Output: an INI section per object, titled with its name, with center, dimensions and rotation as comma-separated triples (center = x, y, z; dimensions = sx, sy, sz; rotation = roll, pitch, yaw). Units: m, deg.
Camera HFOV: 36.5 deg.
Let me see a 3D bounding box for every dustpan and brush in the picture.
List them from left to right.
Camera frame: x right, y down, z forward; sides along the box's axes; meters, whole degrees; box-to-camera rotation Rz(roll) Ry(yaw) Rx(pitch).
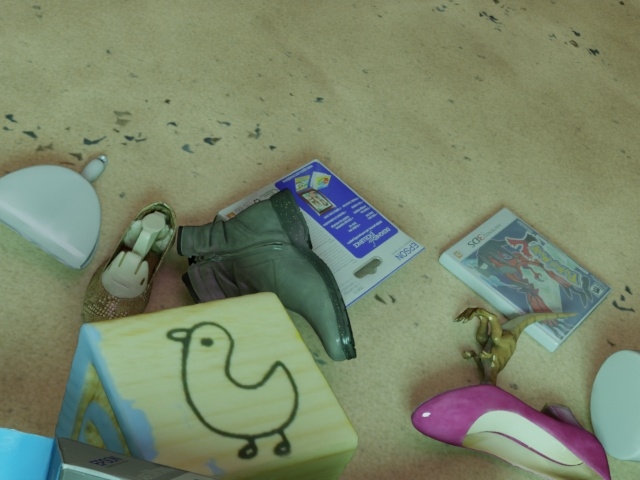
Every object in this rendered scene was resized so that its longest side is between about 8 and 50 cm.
[dustpan and brush]
center = -0.309, -0.055, 1.182
dimensions = 0.147, 0.060, 0.211
rotation = 34, 47, -5

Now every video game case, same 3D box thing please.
[video game case]
center = 0.294, 0.049, 1.378
dimensions = 0.201, 0.023, 0.183
rotation = 40, 43, 17

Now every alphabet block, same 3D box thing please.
[alphabet block]
center = -0.114, 0.186, 0.905
dimensions = 0.197, 0.193, 0.192
rotation = -9, 52, -33

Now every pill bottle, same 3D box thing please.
[pill bottle]
center = 0.487, 0.213, 1.191
dimensions = 0.279, 0.162, 0.162
rotation = 9, 43, -18

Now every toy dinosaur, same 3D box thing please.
[toy dinosaur]
center = 0.233, 0.126, 1.252
dimensions = 0.112, 0.064, 0.211
rotation = 47, 52, -2

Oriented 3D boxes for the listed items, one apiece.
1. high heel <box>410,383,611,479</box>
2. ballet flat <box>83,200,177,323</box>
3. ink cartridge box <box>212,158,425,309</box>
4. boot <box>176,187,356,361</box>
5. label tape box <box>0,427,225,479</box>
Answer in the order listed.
[high heel]
center = 0.220, 0.235, 1.102
dimensions = 0.244, 0.082, 0.117
rotation = 15, 30, -30
[ballet flat]
center = -0.218, 0.024, 1.122
dimensions = 0.073, 0.067, 0.206
rotation = 20, 41, -6
[ink cartridge box]
center = 0.000, 0.000, 1.270
dimensions = 0.208, 0.045, 0.206
rotation = 40, 44, 18
[boot]
center = -0.067, 0.062, 1.137
dimensions = 0.161, 0.083, 0.246
rotation = -24, 59, -6
[label tape box]
center = -0.139, 0.288, 0.685
dimensions = 0.348, 0.249, 0.115
rotation = 12, -5, 7
